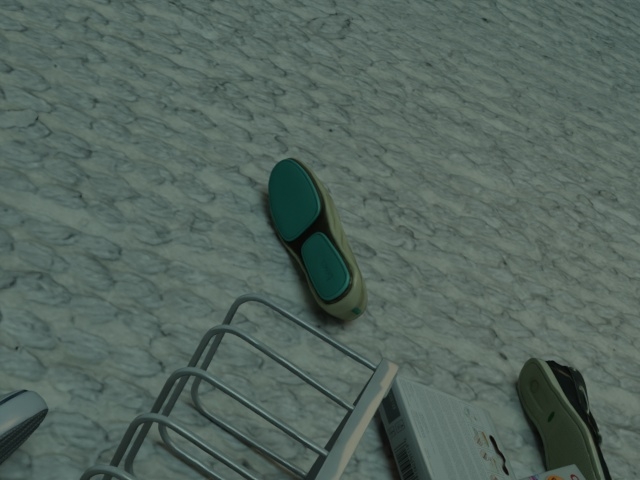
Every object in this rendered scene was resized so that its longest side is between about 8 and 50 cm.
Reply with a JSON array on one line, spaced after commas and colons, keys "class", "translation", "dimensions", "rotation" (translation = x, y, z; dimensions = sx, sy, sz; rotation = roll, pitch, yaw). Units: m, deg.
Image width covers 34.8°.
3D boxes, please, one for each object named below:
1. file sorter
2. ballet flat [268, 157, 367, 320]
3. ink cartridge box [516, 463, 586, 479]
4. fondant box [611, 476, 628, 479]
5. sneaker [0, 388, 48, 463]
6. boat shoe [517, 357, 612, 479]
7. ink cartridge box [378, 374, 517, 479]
[{"class": "file sorter", "translation": [-0.082, 0.204, 0.898], "dimensions": [0.173, 0.193, 0.278], "rotation": [33, 36, 5]}, {"class": "ballet flat", "translation": [0.000, 0.000, 1.301], "dimensions": [0.086, 0.086, 0.248], "rotation": [6, 45, -32]}, {"class": "ink cartridge box", "translation": [0.205, 0.323, 1.027], "dimensions": [0.176, 0.127, 0.128], "rotation": [-3, 49, -40]}, {"class": "fondant box", "translation": [0.206, 0.366, 0.795], "dimensions": [0.330, 0.238, 0.096], "rotation": [57, 37, -7]}, {"class": "sneaker", "translation": [-0.338, 0.170, 0.820], "dimensions": [0.091, 0.094, 0.258], "rotation": [48, 39, 13]}, {"class": "boat shoe", "translation": [0.315, 0.240, 1.243], "dimensions": [0.079, 0.084, 0.233], "rotation": [15, 37, -23]}, {"class": "ink cartridge box", "translation": [0.149, 0.240, 1.171], "dimensions": [0.179, 0.045, 0.145], "rotation": [28, 31, -39]}]
